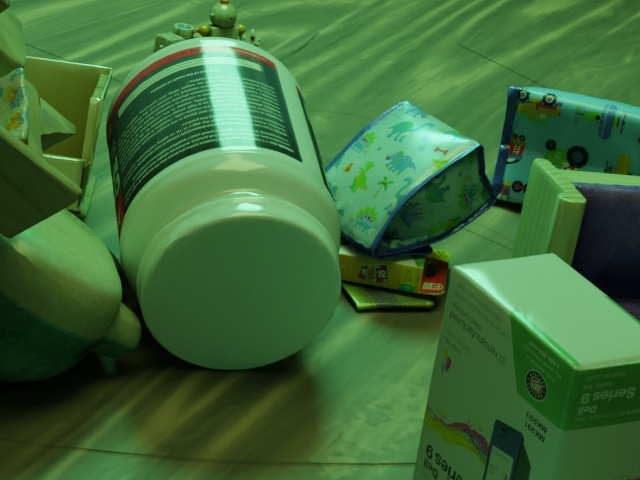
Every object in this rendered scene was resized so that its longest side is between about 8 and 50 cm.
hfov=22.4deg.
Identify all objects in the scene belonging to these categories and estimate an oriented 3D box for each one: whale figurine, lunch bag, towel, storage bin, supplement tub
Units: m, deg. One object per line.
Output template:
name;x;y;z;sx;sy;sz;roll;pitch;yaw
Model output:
whale figurine;-0.249;0.036;1.340;0.216;0.141;0.272;39;5;2
lunch bag;0.348;-0.109;1.908;0.221;0.138;0.293;15;15;17
towel;0.063;0.051;1.554;0.083;0.009;0.060;-1;27;-22
storage bin;-0.342;-0.114;1.554;0.262;0.123;0.260;8;10;-7
supplement tub;-0.087;-0.037;1.428;0.191;0.191;0.272;4;37;-15
lunch bag;0.074;-0.049;1.581;0.151;0.096;0.129;-33;38;-19

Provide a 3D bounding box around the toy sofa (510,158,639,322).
toy sofa;0.377;0.029;1.559;0.363;0.150;0.177;4;23;-14

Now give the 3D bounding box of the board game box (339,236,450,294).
board game box;0.000;0.000;1.602;0.259;0.039;0.124;12;22;3

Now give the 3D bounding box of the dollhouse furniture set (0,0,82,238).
dollhouse furniture set;-0.419;-0.148;1.220;0.256;0.394;0.362;42;28;-48

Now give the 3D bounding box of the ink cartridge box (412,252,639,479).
ink cartridge box;0.151;0.139;1.146;0.093;0.212;0.154;-7;30;-27

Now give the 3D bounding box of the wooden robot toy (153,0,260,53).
wooden robot toy;-0.144;-0.284;2.134;0.173;0.079;0.076;-7;29;-35
